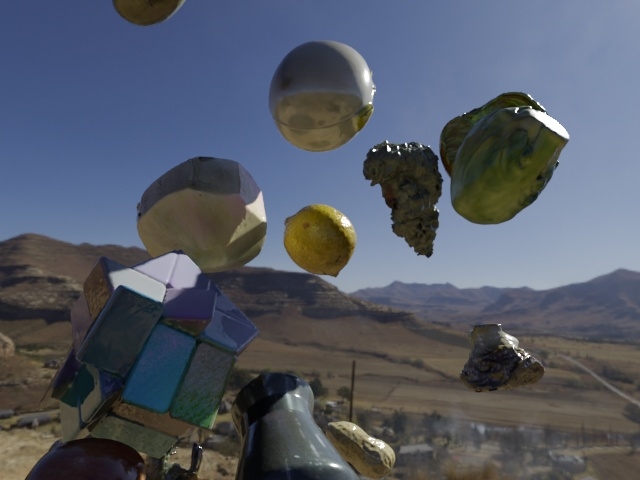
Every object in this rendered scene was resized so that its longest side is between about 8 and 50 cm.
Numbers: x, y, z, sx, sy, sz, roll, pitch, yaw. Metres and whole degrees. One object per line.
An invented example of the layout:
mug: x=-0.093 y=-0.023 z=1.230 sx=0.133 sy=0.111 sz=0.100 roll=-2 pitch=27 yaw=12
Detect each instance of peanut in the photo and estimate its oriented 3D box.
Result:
peanut: x=0.124 y=0.643 z=1.375 sx=0.257 sy=0.123 sz=0.123 roll=37 pitch=-19 yaw=-15

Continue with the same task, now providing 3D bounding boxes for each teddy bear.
teddy bear: x=0.261 y=-0.122 z=1.370 sx=0.225 sy=0.367 sz=0.357 roll=-6 pitch=16 yaw=9

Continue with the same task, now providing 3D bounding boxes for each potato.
potato: x=-0.459 y=-0.695 z=1.238 sx=0.251 sy=0.174 sz=0.159 roll=-16 pitch=-54 yaw=28

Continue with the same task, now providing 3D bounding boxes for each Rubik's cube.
Rubik's cube: x=-0.343 y=0.234 z=0.934 sx=0.358 sy=0.387 sz=0.368 roll=-49 pitch=-8 yaw=24

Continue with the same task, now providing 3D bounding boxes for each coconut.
coconut: x=-0.311 y=-0.056 z=1.209 sx=0.353 sy=0.352 sz=0.352 roll=2 pitch=-7 yaw=0

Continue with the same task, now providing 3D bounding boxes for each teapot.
teapot: x=-0.060 y=0.469 z=0.910 sx=0.253 sy=0.300 sz=0.344 roll=-19 pitch=24 yaw=-6

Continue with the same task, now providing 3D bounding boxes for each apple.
apple: x=-0.377 y=0.413 z=0.713 sx=0.174 sy=0.188 sz=0.188 roll=15 pitch=-10 yaw=-11

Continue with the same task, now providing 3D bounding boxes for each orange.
orange: x=0.512 y=-0.276 z=1.309 sx=0.335 sy=0.262 sz=0.196 roll=-32 pitch=-9 yaw=6

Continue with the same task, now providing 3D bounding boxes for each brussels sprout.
brussels sprout: x=0.313 y=-0.126 z=0.783 sx=0.161 sy=0.223 sz=0.223 roll=33 pitch=-1 yaw=13

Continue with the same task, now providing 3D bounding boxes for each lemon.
lemon: x=-0.008 y=-0.005 z=1.488 sx=0.254 sy=0.228 sz=0.228 roll=33 pitch=-11 yaw=-5

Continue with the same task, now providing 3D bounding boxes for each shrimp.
shrimp: x=-0.435 y=0.603 z=1.337 sx=0.169 sy=0.296 sz=0.058 roll=6 pitch=-24 yaw=-25

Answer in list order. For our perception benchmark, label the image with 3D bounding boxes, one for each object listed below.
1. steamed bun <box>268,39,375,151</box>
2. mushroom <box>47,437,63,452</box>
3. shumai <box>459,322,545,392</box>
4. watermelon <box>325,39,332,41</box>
steamed bun: x=0.004 y=-0.445 z=1.391 sx=0.334 sy=0.373 sz=0.334 roll=3 pitch=-37 yaw=2
mushroom: x=-0.618 y=0.601 z=1.162 sx=0.084 sy=0.209 sz=0.071 roll=-32 pitch=4 yaw=26
shumai: x=0.315 y=0.208 z=0.812 sx=0.146 sy=0.116 sz=0.145 roll=-7 pitch=-9 yaw=-1
watermelon: x=0.058 y=-0.603 z=1.624 sx=0.127 sy=0.204 sz=0.232 roll=9 pitch=-43 yaw=35
